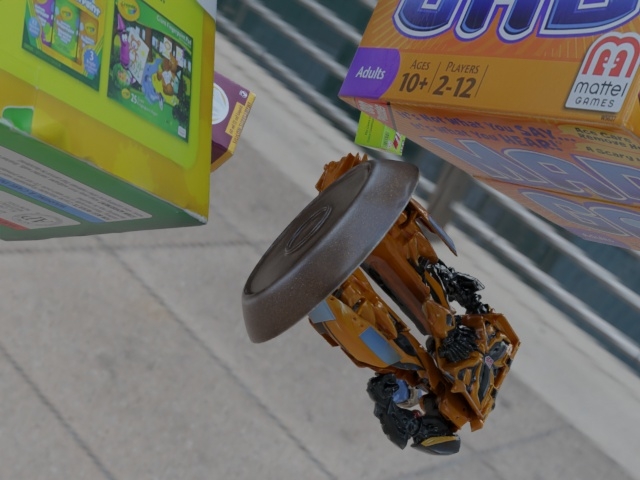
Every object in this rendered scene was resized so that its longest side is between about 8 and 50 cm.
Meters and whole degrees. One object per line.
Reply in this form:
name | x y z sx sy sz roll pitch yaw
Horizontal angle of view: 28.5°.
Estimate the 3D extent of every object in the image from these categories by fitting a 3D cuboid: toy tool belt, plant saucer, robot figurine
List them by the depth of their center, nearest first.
plant saucer | 0.000 0.000 0.875 0.029 0.168 0.168 44 20 -11
robot figurine | 0.083 0.068 1.199 0.291 0.085 0.211 46 52 -20
toy tool belt | 0.084 0.152 1.304 0.051 0.052 0.083 44 26 -58

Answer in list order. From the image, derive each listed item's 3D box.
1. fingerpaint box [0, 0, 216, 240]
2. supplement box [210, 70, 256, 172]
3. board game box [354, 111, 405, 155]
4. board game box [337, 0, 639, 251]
fingerpaint box | -0.220 -0.229 0.619 0.163 0.371 0.445 -5 -14 23
supplement box | -0.195 -0.185 1.669 0.188 0.081 0.104 29 61 -19
board game box | 0.104 -0.221 1.841 0.043 0.181 0.092 14 3 23
board game box | 0.306 -0.197 1.085 0.356 0.356 0.356 26 -5 -33
